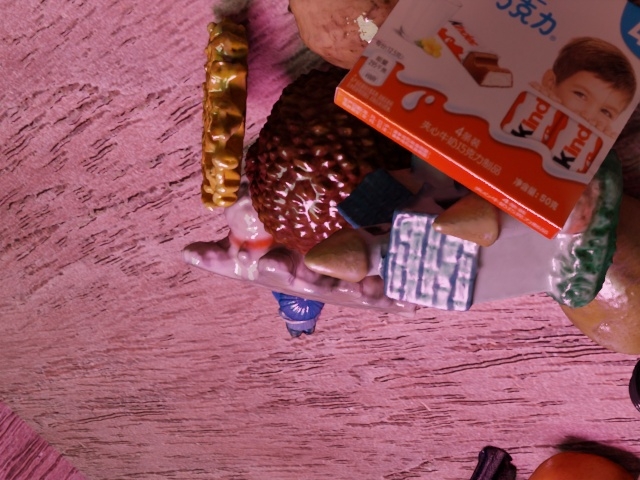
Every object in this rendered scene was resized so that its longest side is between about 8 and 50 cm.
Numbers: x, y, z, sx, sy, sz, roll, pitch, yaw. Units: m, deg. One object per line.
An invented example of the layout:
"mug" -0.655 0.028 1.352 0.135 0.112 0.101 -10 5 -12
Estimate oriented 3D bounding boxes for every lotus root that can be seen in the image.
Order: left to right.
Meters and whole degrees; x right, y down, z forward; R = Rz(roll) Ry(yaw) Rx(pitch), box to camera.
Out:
"lotus root" 0.055 -0.263 1.623 0.257 0.140 0.154 1 129 52

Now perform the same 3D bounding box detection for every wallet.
"wallet" 0.261 0.505 2.417 0.071 0.221 0.262 20 146 16

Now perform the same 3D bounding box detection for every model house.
"model house" 0.130 -0.038 1.578 0.267 0.324 0.194 47 141 49

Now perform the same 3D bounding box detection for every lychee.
"lychee" 0.038 -0.089 1.801 0.271 0.271 0.271 25 148 17

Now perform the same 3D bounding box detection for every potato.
"potato" 0.353 0.028 1.722 0.174 0.159 0.251 -33 98 28

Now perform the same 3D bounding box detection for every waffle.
"waffle" -0.125 -0.174 1.857 0.057 0.229 0.219 2 143 -7

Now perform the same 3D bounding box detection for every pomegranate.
"pomegranate" 0.408 0.427 2.181 0.209 0.209 0.209 25 148 17

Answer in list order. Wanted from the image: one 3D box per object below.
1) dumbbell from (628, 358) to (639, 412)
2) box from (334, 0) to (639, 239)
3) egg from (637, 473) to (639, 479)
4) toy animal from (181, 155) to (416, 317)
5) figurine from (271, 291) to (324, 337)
"dumbbell" 0.477 0.185 1.872 0.099 0.099 0.208 38 150 -4
"box" 0.197 -0.181 1.473 0.273 0.265 0.048 32 164 5
"egg" 0.555 0.365 1.931 0.219 0.219 0.269 52 160 -27
"toy animal" 0.000 0.000 2.066 0.307 0.188 0.266 4 160 25
"figurine" -0.036 0.110 2.302 0.086 0.087 0.149 -6 146 -5
